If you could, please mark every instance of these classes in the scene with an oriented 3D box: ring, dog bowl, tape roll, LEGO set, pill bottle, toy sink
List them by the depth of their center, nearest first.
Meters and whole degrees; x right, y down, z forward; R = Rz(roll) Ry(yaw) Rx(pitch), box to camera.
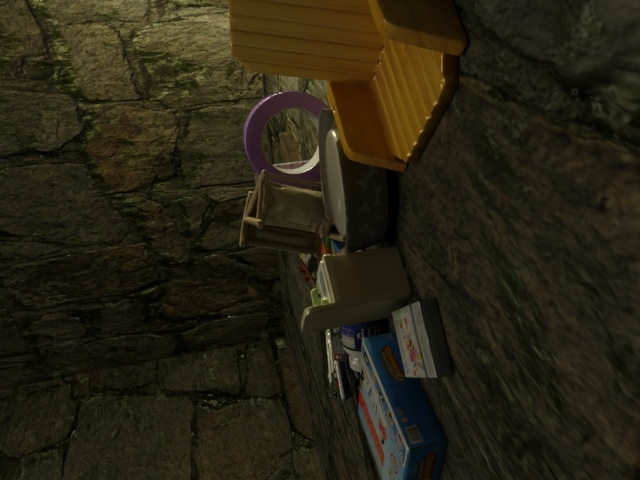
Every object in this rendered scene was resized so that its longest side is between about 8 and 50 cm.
[{"bbox_3d":[0.062,0.109,1.150,0.152,0.234,0.131,101,157,-63],"label":"toy sink"},{"bbox_3d":[0.071,-0.137,1.195,0.349,0.102,0.348,172,90,-84],"label":"dog bowl"},{"bbox_3d":[0.110,0.241,1.334,0.112,0.112,0.186,-133,35,-71],"label":"pill bottle"},{"bbox_3d":[-0.084,-0.289,1.475,0.090,0.275,0.274,-128,31,-70],"label":"tape roll"},{"bbox_3d":[0.008,0.211,1.727,0.336,0.032,0.336,59,176,7],"label":"ring"},{"bbox_3d":[0.063,0.490,2.014,0.182,0.060,0.244,97,173,-55],"label":"LEGO set"}]

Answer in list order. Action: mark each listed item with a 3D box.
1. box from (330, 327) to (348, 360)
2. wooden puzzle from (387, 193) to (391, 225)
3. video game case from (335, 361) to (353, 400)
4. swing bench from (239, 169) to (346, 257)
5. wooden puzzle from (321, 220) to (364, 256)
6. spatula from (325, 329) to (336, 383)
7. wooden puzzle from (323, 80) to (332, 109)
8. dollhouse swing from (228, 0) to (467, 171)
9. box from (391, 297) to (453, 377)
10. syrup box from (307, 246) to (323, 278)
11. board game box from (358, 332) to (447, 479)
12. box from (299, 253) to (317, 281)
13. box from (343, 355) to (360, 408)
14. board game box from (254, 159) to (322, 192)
[{"bbox_3d":[0.055,0.215,1.414,0.114,0.036,0.206,-53,-42,-67],"label":"box"},{"bbox_3d":[0.139,-0.096,1.167,0.078,0.014,0.116,93,164,-48],"label":"wooden puzzle"},{"bbox_3d":[0.086,0.439,1.710,0.119,0.015,0.166,5,-107,-64],"label":"video game case"},{"bbox_3d":[-0.079,-0.066,1.460,0.255,0.253,0.165,146,131,-67],"label":"swing bench"},{"bbox_3d":[0.058,0.094,1.575,0.322,0.081,0.347,-126,28,-67],"label":"wooden puzzle"},{"bbox_3d":[0.035,0.412,1.974,0.242,0.019,0.168,-94,11,-45],"label":"spatula"},{"bbox_3d":[0.050,-0.404,1.303,0.238,0.044,0.220,104,155,-64],"label":"wooden puzzle"},{"bbox_3d":[0.014,-0.307,0.878,0.347,0.305,0.315,108,151,-66],"label":"dollhouse swing"},{"bbox_3d":[0.200,0.201,1.029,0.186,0.038,0.145,118,142,-74],"label":"box"},{"bbox_3d":[0.000,0.000,1.760,0.093,0.096,0.236,-131,33,-68],"label":"syrup box"},{"bbox_3d":[0.178,0.435,1.207,0.308,0.086,0.301,-112,17,-51],"label":"board game box"},{"bbox_3d":[-0.048,0.056,2.164,0.231,0.056,0.183,-136,38,-72],"label":"box"},{"bbox_3d":[0.110,0.406,1.551,0.175,0.051,0.220,-111,6,-45],"label":"box"},{"bbox_3d":[-0.091,-0.183,1.720,0.291,0.232,0.141,-165,66,-78],"label":"board game box"}]
